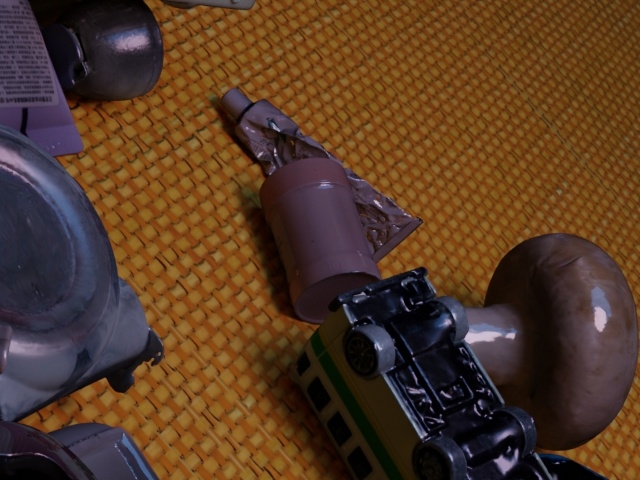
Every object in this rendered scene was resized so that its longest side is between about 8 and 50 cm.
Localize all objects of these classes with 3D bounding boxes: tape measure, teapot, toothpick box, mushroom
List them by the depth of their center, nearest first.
[{"bbox_3d":[-0.287,0.035,1.473,0.275,0.147,0.256,57,34,5],"label":"tape measure"},{"bbox_3d":[-0.236,-0.207,1.838,0.108,0.111,0.149,-17,74,-44],"label":"teapot"},{"bbox_3d":[0.000,0.000,1.916,0.098,0.098,0.149,17,44,-42],"label":"toothpick box"},{"bbox_3d":[0.222,0.106,1.991,0.243,0.243,0.243,32,35,-26],"label":"mushroom"}]

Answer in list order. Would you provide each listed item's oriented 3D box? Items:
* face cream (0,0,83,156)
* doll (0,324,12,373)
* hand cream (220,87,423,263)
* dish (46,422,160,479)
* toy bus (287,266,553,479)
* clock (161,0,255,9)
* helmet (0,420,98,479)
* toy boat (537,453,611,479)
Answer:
[{"bbox_3d":[-0.322,-0.203,1.756,0.154,0.096,0.274,-11,78,-58],"label":"face cream"},{"bbox_3d":[-0.324,0.066,1.265,0.217,0.085,0.183,25,25,-11],"label":"doll"},{"bbox_3d":[-0.009,-0.077,2.015,0.257,0.084,0.050,43,24,-3],"label":"hand cream"},{"bbox_3d":[-0.165,0.237,1.470,0.212,0.077,0.151,55,32,11],"label":"dish"},{"bbox_3d":[0.096,0.184,1.776,0.133,0.165,0.276,-17,70,-40],"label":"toy bus"},{"bbox_3d":[-0.232,-0.330,1.875,0.324,0.109,0.265,26,17,32],"label":"clock"},{"bbox_3d":[-0.233,0.203,1.365,0.177,0.153,0.107,38,18,-20],"label":"helmet"},{"bbox_3d":[0.282,0.317,1.943,0.299,0.134,0.092,31,-1,-24],"label":"toy boat"}]
